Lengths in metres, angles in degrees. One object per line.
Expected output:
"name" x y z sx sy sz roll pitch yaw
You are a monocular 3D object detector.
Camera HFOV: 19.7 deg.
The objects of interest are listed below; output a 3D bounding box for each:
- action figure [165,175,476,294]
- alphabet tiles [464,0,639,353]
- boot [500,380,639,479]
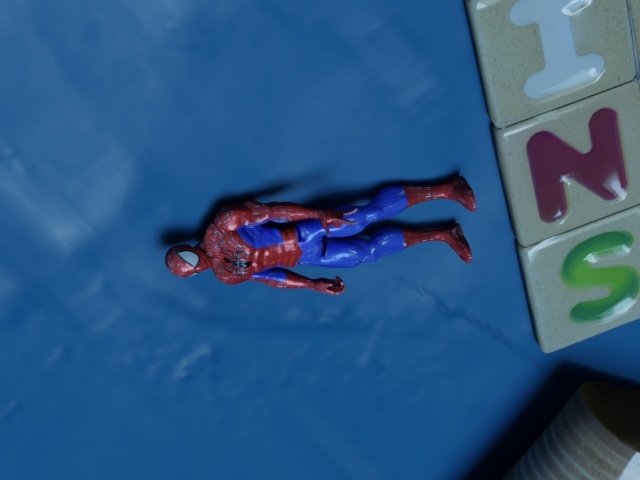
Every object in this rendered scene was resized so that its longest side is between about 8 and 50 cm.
"action figure" 0.000 0.000 0.674 0.115 0.030 0.038 -7 130 -12
"alphabet tiles" 0.196 -0.091 0.688 0.285 0.011 0.342 -20 127 -5
"boot" 0.165 0.197 0.812 0.283 0.109 0.220 19 114 -26
